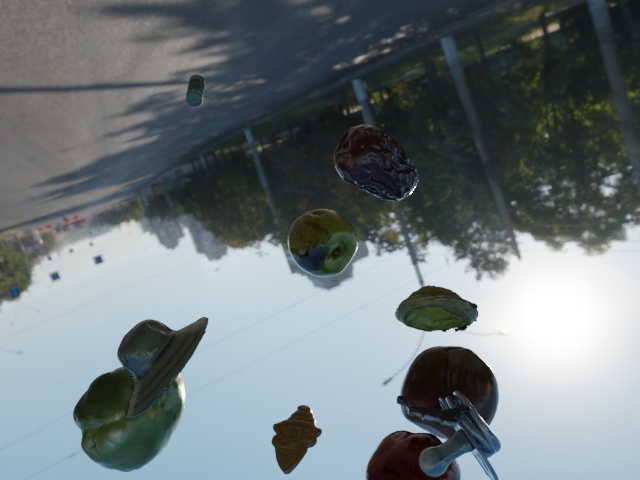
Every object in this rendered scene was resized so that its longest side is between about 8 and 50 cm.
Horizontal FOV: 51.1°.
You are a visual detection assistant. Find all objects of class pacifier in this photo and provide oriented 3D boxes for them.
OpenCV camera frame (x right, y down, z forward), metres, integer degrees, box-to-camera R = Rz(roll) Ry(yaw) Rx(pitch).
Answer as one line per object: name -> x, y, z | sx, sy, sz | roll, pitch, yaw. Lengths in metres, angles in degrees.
pacifier -> 0.383, 0.591, 1.934 | 0.233, 0.244, 0.299 | -36, -150, -2

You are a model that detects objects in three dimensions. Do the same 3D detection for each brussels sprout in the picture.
brussels sprout -> -0.480, 0.434, 1.668 | 0.317, 0.242, 0.274 | -48, -170, 7

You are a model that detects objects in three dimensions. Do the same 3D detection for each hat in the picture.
hat -> -0.343, 0.220, 1.331 | 0.252, 0.110, 0.252 | -44, -166, 14

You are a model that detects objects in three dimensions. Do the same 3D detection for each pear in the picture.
pear -> 0.000, 0.000, 1.893 | 0.197, 0.197, 0.197 | -19, -172, 3

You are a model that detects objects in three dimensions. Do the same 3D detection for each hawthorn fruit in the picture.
hawthorn fruit -> 0.274, 0.758, 2.076 | 0.287, 0.287, 0.330 | -13, -161, 37

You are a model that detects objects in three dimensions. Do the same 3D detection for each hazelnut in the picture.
hazelnut -> 0.468, 0.556, 2.439 | 0.372, 0.372, 0.315 | -17, -173, 18

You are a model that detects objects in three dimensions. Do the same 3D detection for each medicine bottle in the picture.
medicine bottle -> -0.341, -0.409, 1.828 | 0.047, 0.047, 0.083 | -16, -131, 19

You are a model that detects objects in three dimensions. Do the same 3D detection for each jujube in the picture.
jujube -> 0.141, -0.188, 1.670 | 0.230, 0.155, 0.155 | 28, 155, -37

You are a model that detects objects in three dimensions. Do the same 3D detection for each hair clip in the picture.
hair clip -> 0.306, 0.457, 1.771 | 0.187, 0.056, 0.146 | 7, 179, -8

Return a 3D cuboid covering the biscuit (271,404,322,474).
biscuit -> -0.077, 0.590, 2.006 | 0.162, 0.035, 0.250 | -11, -147, 19

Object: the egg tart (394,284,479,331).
egg tart -> 0.378, 0.222, 2.173 | 0.278, 0.095, 0.279 | 5, 153, 3
